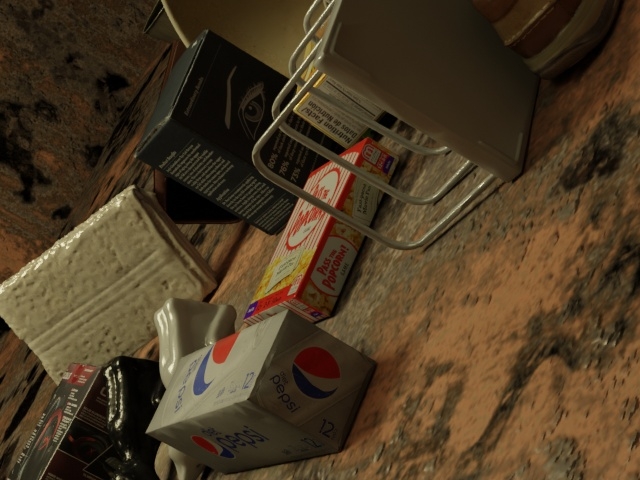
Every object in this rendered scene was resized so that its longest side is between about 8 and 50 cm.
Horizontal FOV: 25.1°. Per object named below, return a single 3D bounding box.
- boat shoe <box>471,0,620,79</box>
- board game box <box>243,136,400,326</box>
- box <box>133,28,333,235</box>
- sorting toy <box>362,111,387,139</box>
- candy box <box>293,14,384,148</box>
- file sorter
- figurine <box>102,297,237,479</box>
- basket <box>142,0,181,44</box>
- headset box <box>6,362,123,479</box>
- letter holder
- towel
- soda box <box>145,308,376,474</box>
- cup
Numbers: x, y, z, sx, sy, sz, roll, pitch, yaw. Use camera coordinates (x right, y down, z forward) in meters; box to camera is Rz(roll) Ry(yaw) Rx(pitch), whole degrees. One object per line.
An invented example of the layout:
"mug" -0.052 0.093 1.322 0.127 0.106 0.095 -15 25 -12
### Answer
"boat shoe" 0.203 -0.283 1.257 0.123 0.116 0.324 -45 21 42
"board game box" 0.000 0.000 1.502 0.147 0.045 0.193 -29 34 62
"box" -0.098 -0.130 1.751 0.108 0.207 0.153 -40 24 51
"sorting toy" 0.069 -0.150 1.629 0.062 0.012 0.083 -40 24 49
"candy box" 0.101 -0.269 1.583 0.316 0.087 0.183 -46 19 31
"file sorter" 0.074 -0.157 1.295 0.173 0.193 0.278 -47 19 46
"figurine" -0.167 0.197 1.585 0.215 0.092 0.209 -46 35 40
"basket" -0.122 -0.346 2.201 0.204 0.227 0.154 -59 15 4
"headset box" -0.310 0.281 1.827 0.293 0.110 0.218 -63 16 -13
"letter holder" -0.115 -0.155 2.020 0.302 0.214 0.152 -90 3 -61
"towel" -0.292 0.067 1.935 0.282 0.187 0.049 -34 10 16
"soda box" -0.063 0.147 1.328 0.286 0.098 0.091 -29 33 63
"cup" -0.028 -0.368 1.878 0.237 0.331 0.331 -35 1 -33
